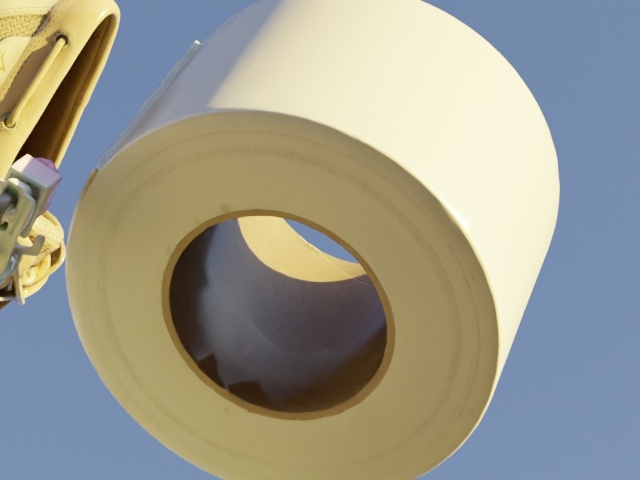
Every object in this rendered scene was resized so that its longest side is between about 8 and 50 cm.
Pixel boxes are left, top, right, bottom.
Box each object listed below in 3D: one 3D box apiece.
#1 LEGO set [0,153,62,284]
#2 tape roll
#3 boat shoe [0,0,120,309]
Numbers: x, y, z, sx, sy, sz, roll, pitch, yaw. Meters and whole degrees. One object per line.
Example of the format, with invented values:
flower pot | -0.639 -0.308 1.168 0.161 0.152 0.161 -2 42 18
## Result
LEGO set | -0.270 -0.070 1.042 0.287 0.107 0.132 39 -68 3
tape roll | 0.000 0.000 1.081 0.246 0.169 0.246 9 -57 14
boat shoe | -0.223 -0.008 1.227 0.110 0.121 0.341 18 -88 10
